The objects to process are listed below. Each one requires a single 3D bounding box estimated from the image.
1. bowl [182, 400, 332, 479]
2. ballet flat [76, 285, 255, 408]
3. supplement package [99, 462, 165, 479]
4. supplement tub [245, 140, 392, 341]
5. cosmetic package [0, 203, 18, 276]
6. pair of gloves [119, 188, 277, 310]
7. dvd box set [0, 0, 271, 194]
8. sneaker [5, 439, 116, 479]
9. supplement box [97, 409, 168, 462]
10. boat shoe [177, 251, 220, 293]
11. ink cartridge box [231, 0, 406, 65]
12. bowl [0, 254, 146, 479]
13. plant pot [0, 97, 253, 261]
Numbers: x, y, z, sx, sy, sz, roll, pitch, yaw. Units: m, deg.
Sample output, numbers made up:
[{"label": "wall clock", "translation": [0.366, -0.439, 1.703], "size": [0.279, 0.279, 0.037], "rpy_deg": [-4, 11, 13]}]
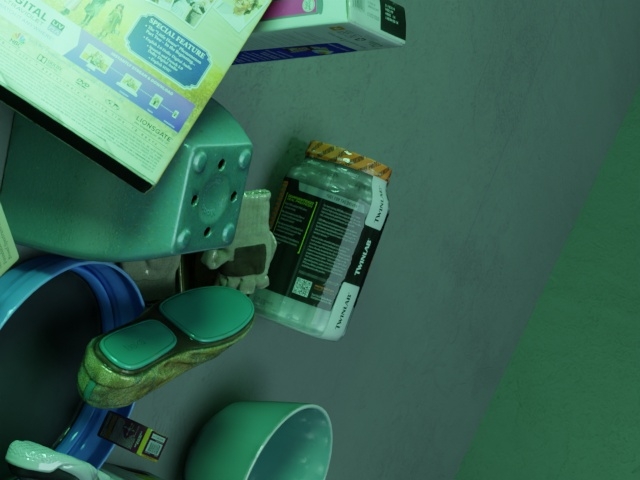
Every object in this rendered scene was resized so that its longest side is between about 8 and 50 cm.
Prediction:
[{"label": "bowl", "translation": [-0.128, 0.408, 2.520], "size": [0.311, 0.163, 0.311], "rpy_deg": [-40, 139, -45]}, {"label": "ballet flat", "translation": [-0.229, 0.157, 2.075], "size": [0.348, 0.123, 0.123], "rpy_deg": [-24, 128, -56]}, {"label": "supplement package", "translation": [-0.303, 0.435, 2.241], "size": [0.133, 0.139, 0.244], "rpy_deg": [-67, 154, -5]}, {"label": "supplement tub", "translation": [0.000, 0.000, 2.454], "size": [0.193, 0.194, 0.316], "rpy_deg": [21, 90, -63]}, {"label": "cosmetic package", "translation": [-0.503, 0.047, 1.643], "size": [0.309, 0.113, 0.160], "rpy_deg": [-51, 148, -34]}, {"label": "pair of gloves", "translation": [-0.184, 0.013, 2.153], "size": [0.240, 0.042, 0.204], "rpy_deg": [-12, 133, -9]}, {"label": "dvd box set", "translation": [-0.229, -0.311, 1.746], "size": [0.420, 0.308, 0.062], "rpy_deg": [-61, -168, -19]}, {"label": "sneaker", "translation": [-0.364, 0.372, 1.946], "size": [0.153, 0.101, 0.268], "rpy_deg": [-69, 157, -16]}, {"label": "supplement box", "translation": [-0.274, 0.286, 2.086], "size": [0.043, 0.083, 0.055], "rpy_deg": [-66, 153, -9]}, {"label": "boat shoe", "translation": [-0.175, 0.015, 2.236], "size": [0.089, 0.105, 0.285], "rpy_deg": [-45, 144, -45]}, {"label": "ink cartridge box", "translation": [-0.086, -0.287, 1.949], "size": [0.176, 0.371, 0.069], "rpy_deg": [7, 79, -62]}, {"label": "bowl", "translation": [-0.391, 0.202, 1.991], "size": [0.391, 0.077, 0.391], "rpy_deg": [-40, 140, -44]}, {"label": "plant pot", "translation": [-0.238, -0.089, 1.889], "size": [0.248, 0.252, 0.247], "rpy_deg": [-9, 116, -59]}]
